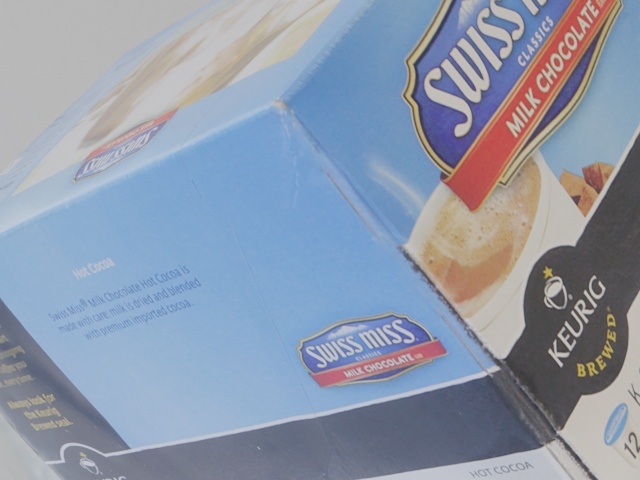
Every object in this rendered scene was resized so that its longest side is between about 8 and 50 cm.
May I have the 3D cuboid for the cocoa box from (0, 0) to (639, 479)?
[{"bbox_3d":[0.000,0.000,0.674,0.347,0.231,0.228,-19,116,49],"label":"cocoa box"}]
